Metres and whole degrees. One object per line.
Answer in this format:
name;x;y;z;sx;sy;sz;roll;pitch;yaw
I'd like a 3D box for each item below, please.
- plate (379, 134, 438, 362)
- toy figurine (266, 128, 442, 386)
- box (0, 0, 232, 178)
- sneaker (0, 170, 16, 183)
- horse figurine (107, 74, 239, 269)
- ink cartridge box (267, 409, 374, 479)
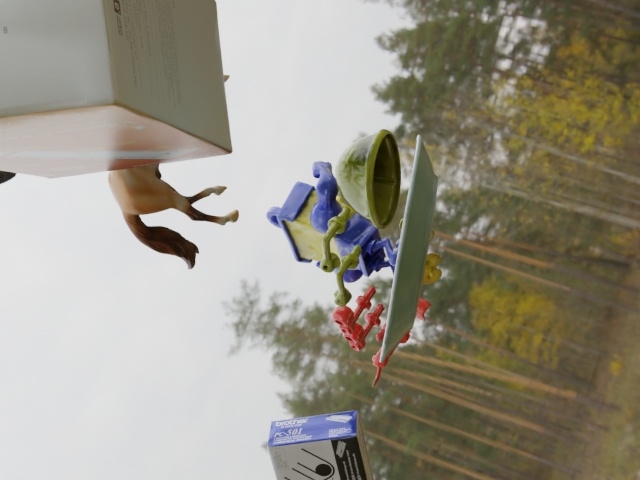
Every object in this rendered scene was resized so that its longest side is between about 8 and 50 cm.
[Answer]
plate;0.074;0.008;0.680;0.188;0.024;0.188;10;-90;-84
toy figurine;0.000;0.000;1.057;0.191;0.217;0.362;-55;-31;-21
box;-0.224;-0.159;0.726;0.345;0.215;0.168;-5;-92;-83
sneaker;-0.587;-0.072;1.335;0.221;0.087;0.083;-25;-27;-10
horse figurine;-0.187;-0.099;0.969;0.066;0.174;0.263;-16;76;63
ink cartridge box;0.013;0.285;0.914;0.046;0.097;0.207;-83;-18;-63
